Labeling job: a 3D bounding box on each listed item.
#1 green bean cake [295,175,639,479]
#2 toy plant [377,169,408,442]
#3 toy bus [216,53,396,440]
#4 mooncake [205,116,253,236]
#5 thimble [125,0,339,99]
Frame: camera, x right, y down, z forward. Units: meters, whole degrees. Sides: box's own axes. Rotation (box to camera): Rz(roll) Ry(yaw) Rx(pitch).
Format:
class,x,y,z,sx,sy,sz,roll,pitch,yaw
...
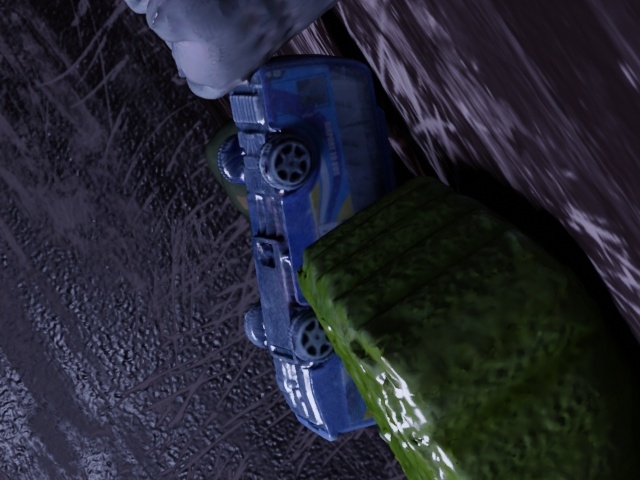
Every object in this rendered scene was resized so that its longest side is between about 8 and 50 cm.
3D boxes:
class,x,y,z,sx,sy,sz,roll,pitch,yaw
green bean cake,0.097,0.096,0.797,0.248,0.125,0.222,56,176,-17
toy plant,0.063,0.065,1.035,0.232,0.112,0.243,37,146,54
toy bus,0.001,-0.001,0.918,0.079,0.094,0.236,10,111,63
mooncake,-0.033,-0.049,1.430,0.168,0.104,0.175,51,-178,-25
thimble,-0.040,-0.140,0.544,0.127,0.118,0.151,51,174,31
